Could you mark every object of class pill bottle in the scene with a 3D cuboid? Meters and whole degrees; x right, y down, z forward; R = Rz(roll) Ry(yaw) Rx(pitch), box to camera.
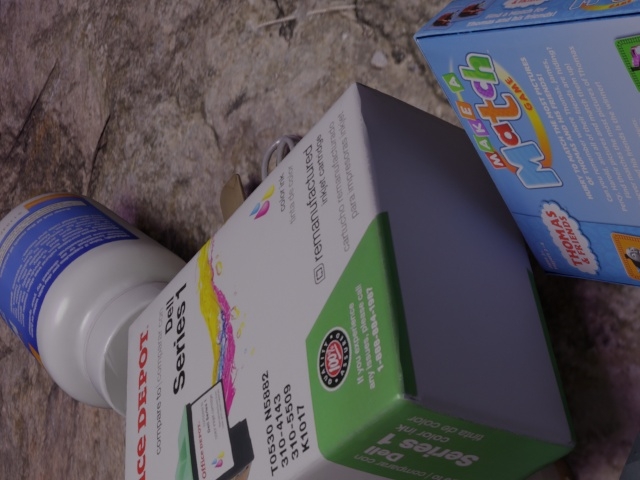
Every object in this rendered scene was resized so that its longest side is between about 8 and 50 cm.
[{"bbox_3d":[-0.196,0.059,0.913,0.272,0.152,0.152,29,108,53],"label":"pill bottle"}]

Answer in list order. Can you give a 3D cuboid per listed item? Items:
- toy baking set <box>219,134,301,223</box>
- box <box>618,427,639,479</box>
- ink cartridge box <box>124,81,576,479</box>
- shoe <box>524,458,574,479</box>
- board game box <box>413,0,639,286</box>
[{"bbox_3d":[0.000,0.007,0.756,0.256,0.030,0.197,-10,74,52],"label":"toy baking set"},{"bbox_3d":[0.217,0.153,0.398,0.232,0.059,0.184,34,113,52],"label":"box"},{"bbox_3d":[-0.007,0.080,0.600,0.278,0.117,0.201,-44,39,39],"label":"ink cartridge box"},{"bbox_3d":[0.055,0.148,0.627,0.219,0.058,0.077,-16,72,53],"label":"shoe"},{"bbox_3d":[0.154,-0.042,0.448,0.039,0.160,0.211,-46,28,-23],"label":"board game box"}]
